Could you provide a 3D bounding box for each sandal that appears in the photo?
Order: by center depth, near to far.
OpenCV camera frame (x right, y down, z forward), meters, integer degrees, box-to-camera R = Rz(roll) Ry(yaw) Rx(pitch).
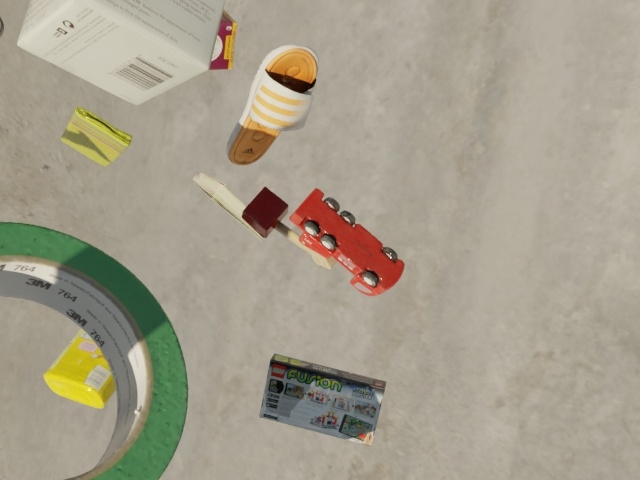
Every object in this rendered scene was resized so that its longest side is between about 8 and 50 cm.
[{"bbox_3d":[-0.068,-0.191,1.174,0.102,0.265,0.076,-3,55,-32],"label":"sandal"}]

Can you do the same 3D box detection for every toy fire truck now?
[{"bbox_3d":[0.000,0.000,0.884,0.192,0.135,0.047,40,68,-1],"label":"toy fire truck"}]

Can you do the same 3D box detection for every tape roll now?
[{"bbox_3d":[-0.288,0.135,0.717,0.321,0.077,0.321,26,44,-27],"label":"tape roll"}]

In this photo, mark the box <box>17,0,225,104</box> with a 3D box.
[{"bbox_3d":[-0.246,-0.277,0.924,0.182,0.181,0.119,24,67,-38],"label":"box"}]

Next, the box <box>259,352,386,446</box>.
[{"bbox_3d":[0.004,0.280,1.305,0.207,0.036,0.114,14,103,7],"label":"box"}]

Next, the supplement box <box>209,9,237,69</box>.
[{"bbox_3d":[-0.273,-0.405,1.498,0.188,0.081,0.104,-9,130,-27],"label":"supplement box"}]

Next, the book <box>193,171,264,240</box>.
[{"bbox_3d":[-0.162,-0.064,1.358,0.035,0.096,0.144,-50,130,-5],"label":"book"}]

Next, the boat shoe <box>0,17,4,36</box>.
[{"bbox_3d":[-0.794,-0.536,1.515,0.335,0.095,0.112,41,75,-34],"label":"boat shoe"}]

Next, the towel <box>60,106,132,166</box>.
[{"bbox_3d":[-0.400,-0.180,1.312,0.102,0.237,0.021,34,73,-19],"label":"towel"}]

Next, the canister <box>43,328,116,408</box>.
[{"bbox_3d":[-0.378,0.195,1.282,0.126,0.073,0.170,12,47,21],"label":"canister"}]
